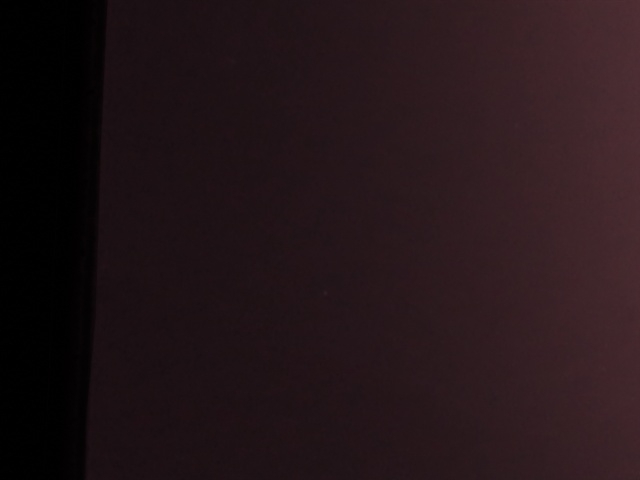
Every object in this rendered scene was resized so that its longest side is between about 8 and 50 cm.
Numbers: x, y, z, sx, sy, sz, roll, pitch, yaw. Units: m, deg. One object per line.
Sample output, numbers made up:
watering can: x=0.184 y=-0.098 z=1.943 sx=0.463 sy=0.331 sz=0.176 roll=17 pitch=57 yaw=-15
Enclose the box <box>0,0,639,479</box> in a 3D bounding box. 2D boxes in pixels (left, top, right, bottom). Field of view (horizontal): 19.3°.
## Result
box: x=0.000 y=0.000 z=0.504 sx=0.179 sy=0.312 sz=0.343 roll=3 pitch=84 yaw=-15
